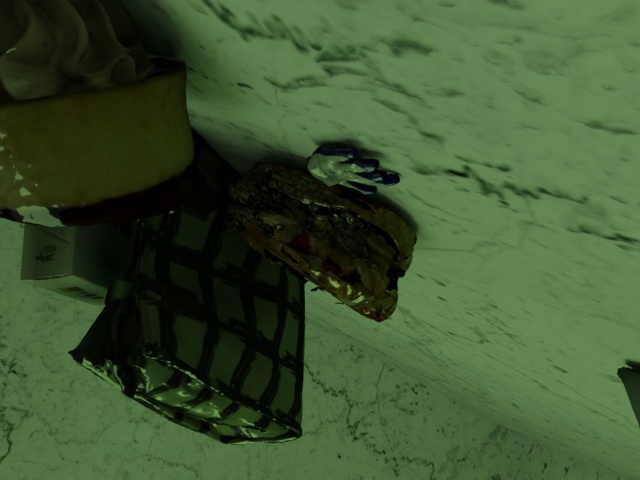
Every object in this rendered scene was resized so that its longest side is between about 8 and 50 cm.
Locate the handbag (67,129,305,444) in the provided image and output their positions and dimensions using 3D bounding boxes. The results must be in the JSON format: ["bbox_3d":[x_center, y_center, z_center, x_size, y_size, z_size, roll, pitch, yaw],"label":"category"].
[{"bbox_3d":[-0.141,0.067,0.817,0.162,0.325,0.327,-13,148,18],"label":"handbag"}]

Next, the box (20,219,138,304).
[{"bbox_3d":[-0.283,-0.053,0.783,0.067,0.243,0.155,-6,162,11],"label":"box"}]

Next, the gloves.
[{"bbox_3d":[0.029,-0.062,0.569,0.064,0.026,0.086,33,163,-35],"label":"gloves"}]

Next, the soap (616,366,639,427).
[{"bbox_3d":[0.419,0.290,0.651,0.159,0.258,0.302,30,170,-18],"label":"soap"}]

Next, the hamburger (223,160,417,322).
[{"bbox_3d":[0.000,0.000,0.724,0.231,0.107,0.231,28,174,3],"label":"hamburger"}]

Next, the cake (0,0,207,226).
[{"bbox_3d":[-0.194,-0.124,0.513,0.207,0.178,0.185,-3,-157,-21],"label":"cake"}]
